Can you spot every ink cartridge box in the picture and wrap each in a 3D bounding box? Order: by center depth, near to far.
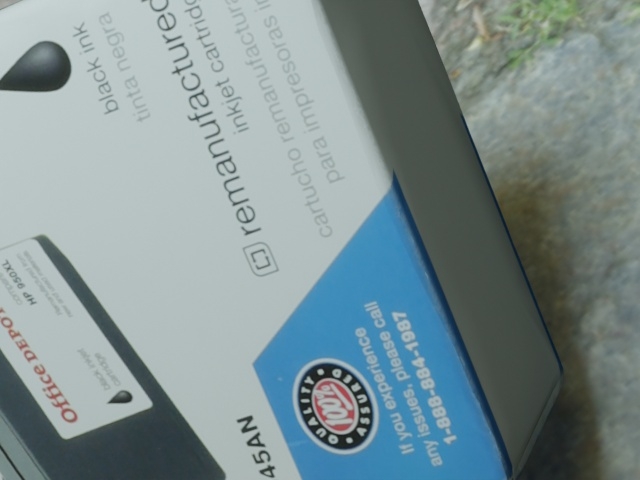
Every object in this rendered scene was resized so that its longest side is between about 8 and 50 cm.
[{"bbox_3d":[-0.119,0.024,0.918,0.395,0.285,0.166,-20,9,20],"label":"ink cartridge box"}]
